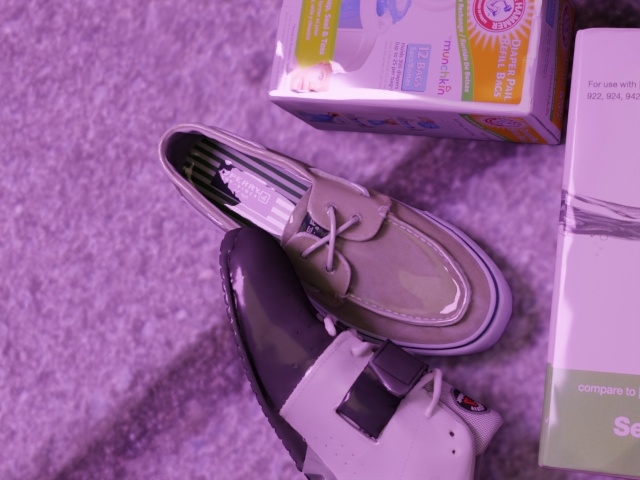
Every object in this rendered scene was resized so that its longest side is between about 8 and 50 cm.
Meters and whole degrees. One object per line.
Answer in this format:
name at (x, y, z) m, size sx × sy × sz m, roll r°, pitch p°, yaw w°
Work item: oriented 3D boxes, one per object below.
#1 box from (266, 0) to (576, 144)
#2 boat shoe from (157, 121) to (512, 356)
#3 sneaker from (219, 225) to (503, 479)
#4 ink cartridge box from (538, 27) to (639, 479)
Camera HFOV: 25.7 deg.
box at (0.078, -0.141, 1.048) m, size 0.203 × 0.103 × 0.114 m, roll 7°, pitch 84°, yaw 22°
boat shoe at (0.000, 0.000, 1.059) m, size 0.302 × 0.094 × 0.109 m, roll 26°, pitch 91°, yaw 23°
sneaker at (0.047, 0.121, 0.999) m, size 0.146 × 0.122 × 0.331 m, roll -28°, pitch 91°, yaw 11°
ink cartridge box at (0.226, 0.018, 0.911) m, size 0.114 × 0.198 × 0.273 m, roll 4°, pitch 83°, yaw 22°
